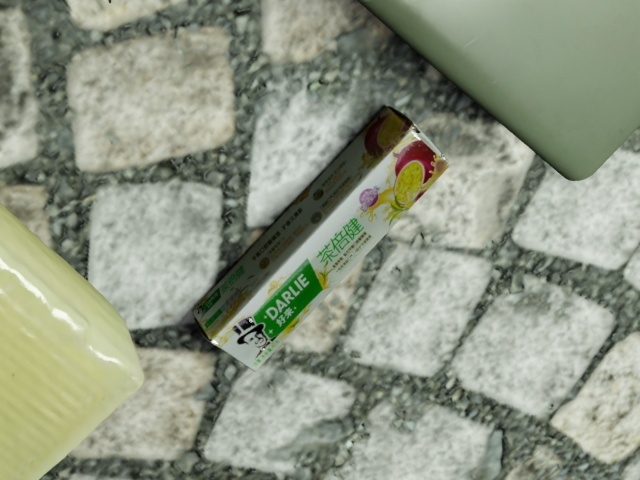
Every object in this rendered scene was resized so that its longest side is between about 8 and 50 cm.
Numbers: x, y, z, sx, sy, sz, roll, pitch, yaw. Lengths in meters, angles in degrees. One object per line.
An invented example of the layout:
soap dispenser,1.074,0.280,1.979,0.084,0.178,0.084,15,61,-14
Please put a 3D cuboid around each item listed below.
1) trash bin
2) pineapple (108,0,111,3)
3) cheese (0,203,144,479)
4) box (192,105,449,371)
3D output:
trash bin,0.127,-0.166,1.161,0.164,0.122,0.240,-46,129,6
pineapple,-0.164,-0.253,0.978,0.277,0.119,0.130,41,53,-38
cheese,-0.281,0.065,1.098,0.242,0.124,0.265,-44,126,-1
box,0.000,0.000,1.244,0.207,0.041,0.050,-46,130,6
